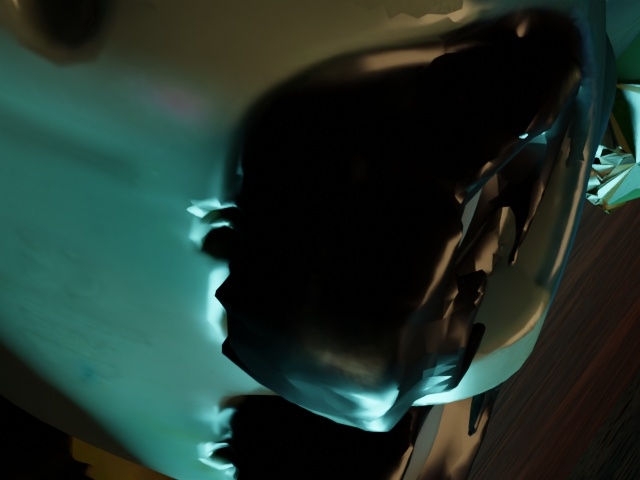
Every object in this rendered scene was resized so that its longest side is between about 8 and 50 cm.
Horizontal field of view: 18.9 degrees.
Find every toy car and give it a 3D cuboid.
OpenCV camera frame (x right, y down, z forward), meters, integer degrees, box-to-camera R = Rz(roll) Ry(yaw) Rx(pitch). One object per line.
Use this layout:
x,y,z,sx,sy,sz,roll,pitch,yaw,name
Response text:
-0.023,-0.046,0.446,0.255,0.189,0.190,93,22,-60,toy car

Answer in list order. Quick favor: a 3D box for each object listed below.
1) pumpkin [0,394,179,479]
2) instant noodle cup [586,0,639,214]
-0.108,0.087,0.624,0.254,0.149,0.130,103,-9,-72,pumpkin
0.176,-0.112,0.544,0.240,0.178,0.240,7,90,-69,instant noodle cup
